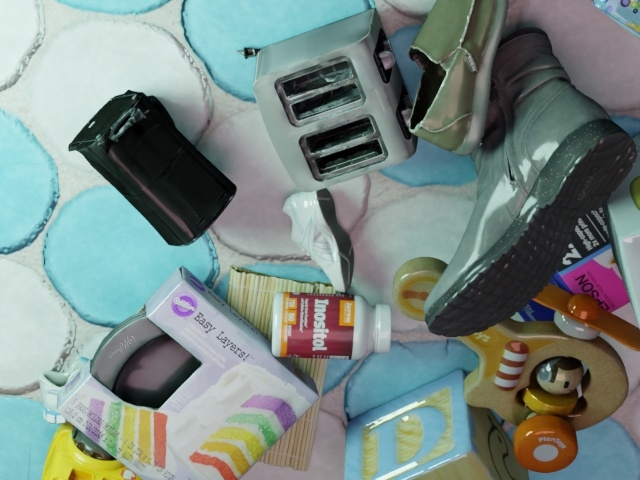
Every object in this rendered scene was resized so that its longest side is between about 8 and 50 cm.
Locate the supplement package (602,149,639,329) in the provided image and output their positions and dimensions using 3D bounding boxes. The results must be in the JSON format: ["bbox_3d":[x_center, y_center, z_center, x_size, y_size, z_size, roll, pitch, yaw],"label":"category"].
[{"bbox_3d":[0.433,-0.011,1.487,0.194,0.203,0.149,-15,116,10],"label":"supplement package"}]

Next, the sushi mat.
[{"bbox_3d":[-0.069,0.183,1.785,0.151,0.019,0.316,8,118,-3],"label":"sushi mat"}]

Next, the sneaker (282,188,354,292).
[{"bbox_3d":[0.000,0.000,1.670,0.061,0.053,0.152,-10,116,24],"label":"sneaker"}]

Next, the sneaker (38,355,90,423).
[{"bbox_3d":[-0.299,0.194,1.773,0.191,0.071,0.083,-11,112,8],"label":"sneaker"}]

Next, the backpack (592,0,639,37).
[{"bbox_3d":[0.391,-0.313,1.443,0.158,0.117,0.173,32,112,-15],"label":"backpack"}]

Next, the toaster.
[{"bbox_3d":[0.012,-0.165,1.541,0.186,0.110,0.168,-17,116,11],"label":"toaster"}]

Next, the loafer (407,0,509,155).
[{"bbox_3d":[0.150,-0.223,1.472,0.087,0.094,0.251,5,93,-18],"label":"loafer"}]

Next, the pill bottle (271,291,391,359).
[{"bbox_3d":[0.014,0.111,1.685,0.152,0.086,0.086,2,119,-2],"label":"pill bottle"}]

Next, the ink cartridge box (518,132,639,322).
[{"bbox_3d":[0.382,-0.020,1.636,0.371,0.069,0.176,-31,113,20],"label":"ink cartridge box"}]

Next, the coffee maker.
[{"bbox_3d":[-0.198,-0.080,1.561,0.120,0.171,0.178,-43,112,5],"label":"coffee maker"}]

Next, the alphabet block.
[{"bbox_3d":[0.161,0.331,1.761,0.193,0.192,0.197,-27,115,18],"label":"alphabet block"}]

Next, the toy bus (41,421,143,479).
[{"bbox_3d":[-0.283,0.372,1.789,0.220,0.211,0.149,17,116,-9],"label":"toy bus"}]

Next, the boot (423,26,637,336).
[{"bbox_3d":[0.207,-0.065,1.536,0.118,0.222,0.338,18,120,-43],"label":"boot"}]

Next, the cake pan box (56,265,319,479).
[{"bbox_3d":[-0.177,0.201,1.716,0.246,0.070,0.267,-45,109,3],"label":"cake pan box"}]

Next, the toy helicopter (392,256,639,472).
[{"bbox_3d":[0.248,0.123,1.645,0.355,0.140,0.235,34,123,-19],"label":"toy helicopter"}]
